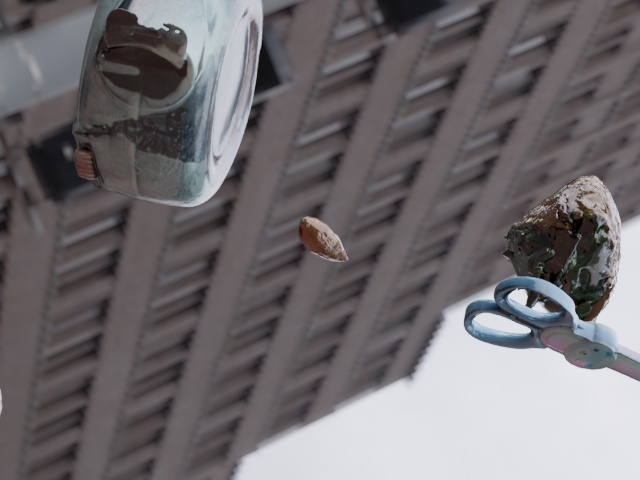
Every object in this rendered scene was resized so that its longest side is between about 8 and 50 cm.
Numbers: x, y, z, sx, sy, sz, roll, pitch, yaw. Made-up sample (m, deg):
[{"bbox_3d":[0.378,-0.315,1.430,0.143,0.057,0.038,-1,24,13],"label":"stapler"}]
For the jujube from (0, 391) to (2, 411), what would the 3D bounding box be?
[{"bbox_3d":[-0.490,0.209,2.337,0.168,0.236,0.168,55,2,-3],"label":"jujube"}]

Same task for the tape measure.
[{"bbox_3d":[-0.149,-0.171,1.938,0.147,0.256,0.275,14,-48,7],"label":"tape measure"}]

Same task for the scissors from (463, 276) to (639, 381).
[{"bbox_3d":[0.274,0.106,2.033,0.125,0.256,0.030,-41,-148,52],"label":"scissors"}]

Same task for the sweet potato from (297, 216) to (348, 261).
[{"bbox_3d":[0.000,0.000,2.049,0.034,0.034,0.095,43,-2,42],"label":"sweet potato"}]

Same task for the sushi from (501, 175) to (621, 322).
[{"bbox_3d":[0.301,0.030,2.500,0.149,0.140,0.287,9,-44,10],"label":"sushi"}]
